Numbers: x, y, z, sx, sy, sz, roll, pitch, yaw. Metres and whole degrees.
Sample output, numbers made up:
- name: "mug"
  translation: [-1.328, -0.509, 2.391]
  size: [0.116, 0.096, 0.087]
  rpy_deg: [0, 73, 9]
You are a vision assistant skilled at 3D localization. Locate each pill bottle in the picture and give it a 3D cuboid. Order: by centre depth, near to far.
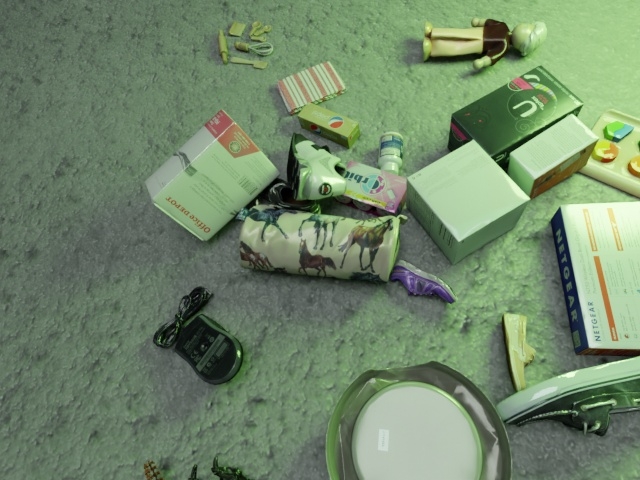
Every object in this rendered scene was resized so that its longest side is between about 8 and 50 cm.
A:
- name: "pill bottle"
  translation: [0.193, -0.233, 1.187]
  size: [0.067, 0.067, 0.120]
  rpy_deg: [2, 66, 12]

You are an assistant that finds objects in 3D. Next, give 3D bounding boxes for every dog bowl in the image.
- name: "dog bowl"
  translation: [0.190, 0.420, 0.870]
  size: [0.349, 0.102, 0.348]
  rpy_deg: [-4, 64, 9]

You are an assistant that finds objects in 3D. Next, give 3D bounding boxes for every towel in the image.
- name: "towel"
  translation: [-0.031, -0.489, 1.373]
  size: [0.197, 0.029, 0.144]
  rpy_deg: [-23, 63, -2]

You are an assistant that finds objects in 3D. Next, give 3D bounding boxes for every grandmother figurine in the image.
- name: "grandmother figurine"
  translation: [0.484, -0.596, 1.280]
  size: [0.343, 0.104, 0.207]
  rpy_deg: [3, 75, 15]

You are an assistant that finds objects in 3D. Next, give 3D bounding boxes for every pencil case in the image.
- name: "pencil case"
  translation: [0.000, 0.000, 1.067]
  size: [0.411, 0.160, 0.183]
  rpy_deg: [6, 83, 14]

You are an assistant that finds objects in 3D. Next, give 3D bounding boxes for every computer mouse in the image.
- name: "computer mouse"
  translation: [-0.277, 0.252, 1.063]
  size: [0.272, 0.072, 0.188]
  rpy_deg: [32, 77, 35]

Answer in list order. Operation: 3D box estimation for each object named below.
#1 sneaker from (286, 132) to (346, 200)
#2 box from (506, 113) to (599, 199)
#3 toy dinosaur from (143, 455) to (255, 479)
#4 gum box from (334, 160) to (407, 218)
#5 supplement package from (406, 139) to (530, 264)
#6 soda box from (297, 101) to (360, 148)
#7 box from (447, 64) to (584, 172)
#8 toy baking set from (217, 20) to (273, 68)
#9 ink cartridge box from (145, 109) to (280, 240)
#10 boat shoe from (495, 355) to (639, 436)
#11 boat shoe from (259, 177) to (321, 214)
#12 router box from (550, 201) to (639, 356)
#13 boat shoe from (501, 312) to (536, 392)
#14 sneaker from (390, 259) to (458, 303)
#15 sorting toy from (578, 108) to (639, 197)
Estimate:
- name: "sneaker"
  translation: [-0.012, -0.194, 1.157]
  size: [0.146, 0.122, 0.330]
  rpy_deg: [2, 33, -13]
- name: "box"
  translation: [0.559, -0.198, 1.052]
  size: [0.171, 0.130, 0.091]
  rpy_deg: [-34, 64, 6]
- name: "toy dinosaur"
  translation: [-0.254, 0.578, 0.868]
  size: [0.322, 0.164, 0.218]
  rpy_deg: [35, 93, 1]
- name: "gum box"
  translation: [0.134, -0.134, 1.155]
  size: [0.189, 0.062, 0.107]
  rpy_deg: [22, 71, 20]
- name: "supplement package"
  translation: [0.345, -0.090, 1.045]
  size: [0.194, 0.149, 0.203]
  rpy_deg: [-30, 64, -3]
- name: "soda box"
  translation: [0.024, -0.343, 1.276]
  size: [0.181, 0.058, 0.061]
  rpy_deg: [29, 74, 21]
- name: "box"
  translation: [0.492, -0.295, 1.114]
  size: [0.271, 0.143, 0.165]
  rpy_deg: [-30, 63, -3]
- name: "toy baking set"
  translation: [-0.265, -0.691, 1.507]
  size: [0.197, 0.030, 0.256]
  rpy_deg: [-11, 64, 6]
- name: "ink cartridge box"
  translation: [-0.284, -0.167, 1.141]
  size: [0.283, 0.207, 0.117]
  rpy_deg: [-42, 45, 1]
- name: "boat shoe"
  translation: [0.520, 0.319, 0.839]
  size: [0.336, 0.121, 0.119]
  rpy_deg: [-17, 60, 1]
- name: "boat shoe"
  translation: [-0.102, -0.135, 1.195]
  size: [0.233, 0.079, 0.084]
  rpy_deg: [29, 75, 25]
- name: "router box"
  translation: [0.699, 0.077, 0.936]
  size: [0.302, 0.082, 0.335]
  rpy_deg: [-1, 66, 11]
- name: "boat shoe"
  translation: [0.432, 0.238, 0.926]
  size: [0.059, 0.063, 0.169]
  rpy_deg: [-5, 64, 16]
- name: "sneaker"
  translation: [0.247, 0.110, 1.032]
  size: [0.170, 0.068, 0.071]
  rpy_deg: [28, 89, 30]
- name: "sorting toy"
  translation: [0.774, -0.228, 1.085]
  size: [0.193, 0.038, 0.208]
  rpy_deg: [32, 76, 22]
